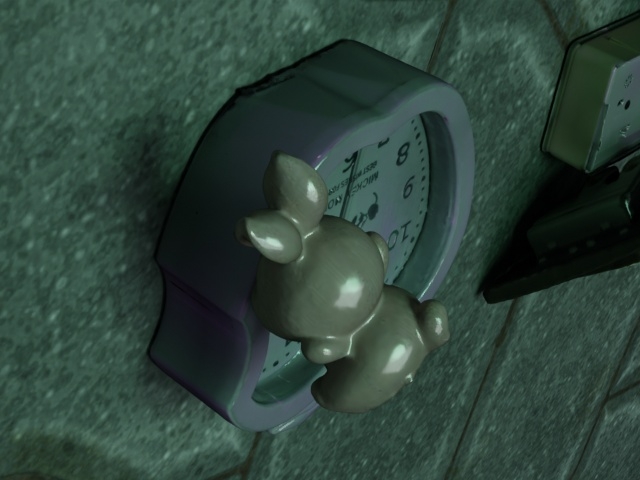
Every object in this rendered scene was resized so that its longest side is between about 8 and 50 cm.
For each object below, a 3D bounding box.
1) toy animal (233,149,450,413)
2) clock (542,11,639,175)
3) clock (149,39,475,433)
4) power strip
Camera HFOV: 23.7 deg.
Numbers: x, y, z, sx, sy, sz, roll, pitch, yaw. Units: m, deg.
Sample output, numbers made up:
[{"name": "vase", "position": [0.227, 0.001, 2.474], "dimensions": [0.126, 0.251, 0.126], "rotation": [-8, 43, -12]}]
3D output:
[{"name": "toy animal", "position": [-0.004, 0.022, 1.117], "dimensions": [0.124, 0.124, 0.212], "rotation": [-48, 119, -21]}, {"name": "clock", "position": [0.341, -0.173, 1.723], "dimensions": [0.192, 0.071, 0.147], "rotation": [-28, 138, -45]}, {"name": "clock", "position": [0.000, 0.000, 1.300], "dimensions": [0.338, 0.102, 0.338], "rotation": [-39, 147, -33]}, {"name": "power strip", "position": [0.332, -0.032, 1.744], "dimensions": [0.251, 0.257, 0.092], "rotation": [-40, 102, -44]}]
